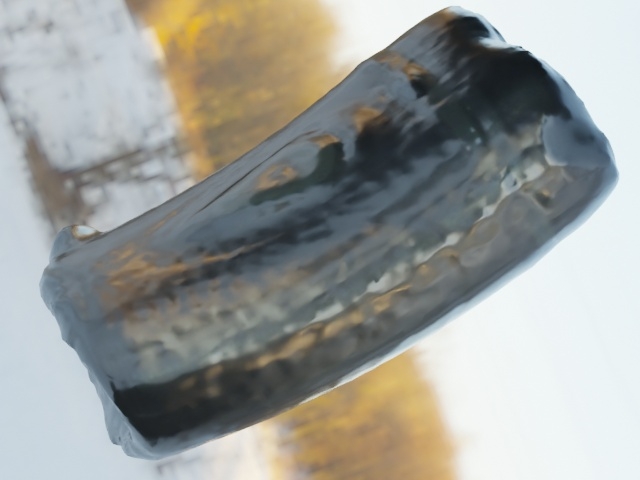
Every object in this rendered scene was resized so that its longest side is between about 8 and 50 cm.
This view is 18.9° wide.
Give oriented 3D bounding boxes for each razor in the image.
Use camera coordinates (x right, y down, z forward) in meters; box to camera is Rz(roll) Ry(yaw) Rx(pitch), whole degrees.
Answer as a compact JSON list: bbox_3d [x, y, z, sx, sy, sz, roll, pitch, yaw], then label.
[{"bbox_3d":[0.000,0.000,0.503,0.054,0.148,0.090,61,-5,-28],"label":"razor"}]
